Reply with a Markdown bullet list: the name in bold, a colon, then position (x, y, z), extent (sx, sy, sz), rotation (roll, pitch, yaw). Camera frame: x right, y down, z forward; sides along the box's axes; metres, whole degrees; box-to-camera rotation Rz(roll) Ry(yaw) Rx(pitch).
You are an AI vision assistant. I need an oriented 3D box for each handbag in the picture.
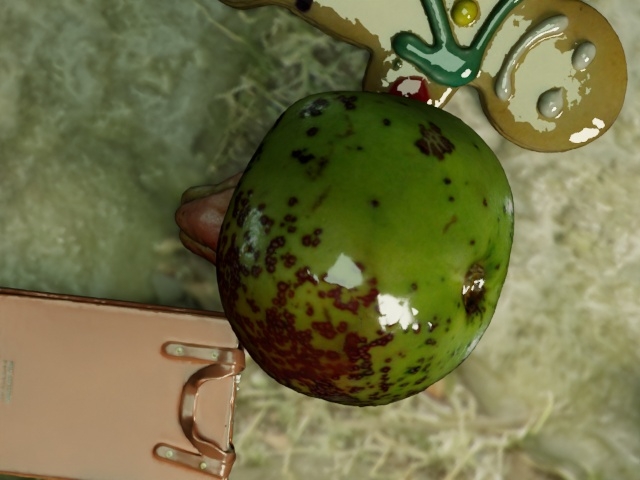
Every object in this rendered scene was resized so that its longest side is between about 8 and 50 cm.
- **handbag**: position (-0.149, 0.104, 1.281), extent (0.190, 0.063, 0.127), rotation (7, 94, 1)

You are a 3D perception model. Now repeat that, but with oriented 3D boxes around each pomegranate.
- **pomegranate**: position (0.000, 0.000, 1.221), extent (0.248, 0.214, 0.214), rotation (10, 95, 32)

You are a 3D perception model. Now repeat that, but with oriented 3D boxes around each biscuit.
- **biscuit**: position (0.082, -0.169, 1.271), extent (0.301, 0.049, 0.197), rotation (36, 95, -4)
